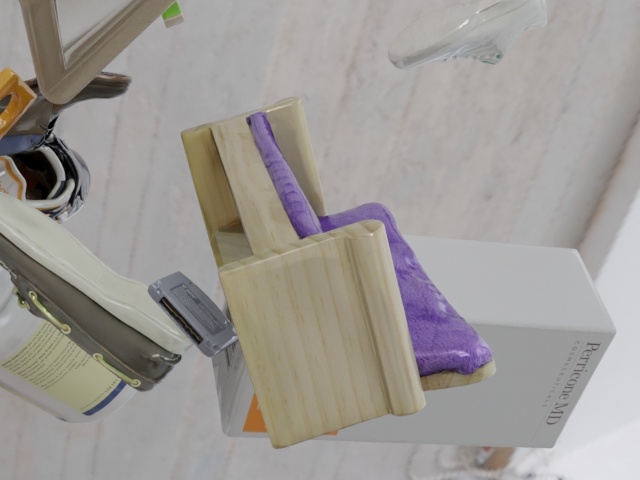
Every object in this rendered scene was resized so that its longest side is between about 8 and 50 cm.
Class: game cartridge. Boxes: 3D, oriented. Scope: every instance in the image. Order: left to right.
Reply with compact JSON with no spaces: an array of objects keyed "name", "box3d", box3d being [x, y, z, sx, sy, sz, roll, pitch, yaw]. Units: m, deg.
[{"name":"game cartridge","box3d":[-0.110,0.064,1.084,0.017,0.083,0.056,-47,171,26]}]

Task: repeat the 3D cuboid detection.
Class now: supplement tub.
[{"name":"supplement tub","box3d":[-0.434,0.120,1.891,0.235,0.235,0.325,-46,133,3]}]

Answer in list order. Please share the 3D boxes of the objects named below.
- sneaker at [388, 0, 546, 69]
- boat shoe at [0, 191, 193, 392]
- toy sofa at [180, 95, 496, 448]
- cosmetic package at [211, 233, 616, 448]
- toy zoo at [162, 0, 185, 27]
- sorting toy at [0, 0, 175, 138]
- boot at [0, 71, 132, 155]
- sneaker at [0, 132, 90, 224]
[{"name":"sneaker","box3d":[0.192,-0.254,1.564,0.212,0.080,0.094,-26,127,3]},{"name":"boat shoe","box3d":[-0.283,0.052,1.357,0.091,0.305,0.109,-53,-175,15]},{"name":"toy sofa","box3d":[0.000,0.000,0.999,0.177,0.362,0.150,-17,113,-4]},{"name":"cosmetic package","box3d":[0.109,0.127,1.560,0.453,0.161,0.230,4,129,-17]},{"name":"toy zoo","box3d":[-0.261,-0.460,1.691,0.030,0.192,0.293,-21,133,-2]},{"name":"sorting toy","box3d":[-0.188,-0.223,1.037,0.348,0.047,0.196,-48,169,-18]},{"name":"boot","box3d":[-0.341,-0.159,1.554,0.082,0.219,0.106,-46,133,-79]},{"name":"sneaker","box3d":[-0.392,-0.088,1.760,0.127,0.126,0.321,-31,-177,21]}]
